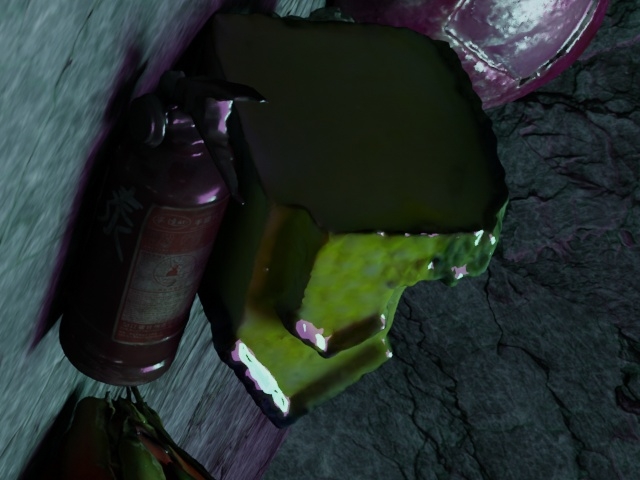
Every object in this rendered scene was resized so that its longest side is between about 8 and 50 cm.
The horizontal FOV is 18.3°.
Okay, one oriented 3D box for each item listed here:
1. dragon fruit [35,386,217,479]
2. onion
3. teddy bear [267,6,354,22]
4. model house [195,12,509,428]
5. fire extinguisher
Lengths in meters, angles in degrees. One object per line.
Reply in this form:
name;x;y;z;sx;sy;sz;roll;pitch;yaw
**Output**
dragon fruit;-0.145;0.236;1.410;0.234;0.234;0.293;-54;139;-57
onion;0.137;-0.177;1.618;0.247;0.250;0.111;103;-28;-71
teddy bear;-0.007;-0.094;1.380;0.133;0.111;0.213;-25;148;9
model house;0.000;0.000;1.238;0.194;0.170;0.211;-113;-147;-40
fire extinguisher;-0.078;-0.012;1.134;0.075;0.106;0.252;-30;153;-42
